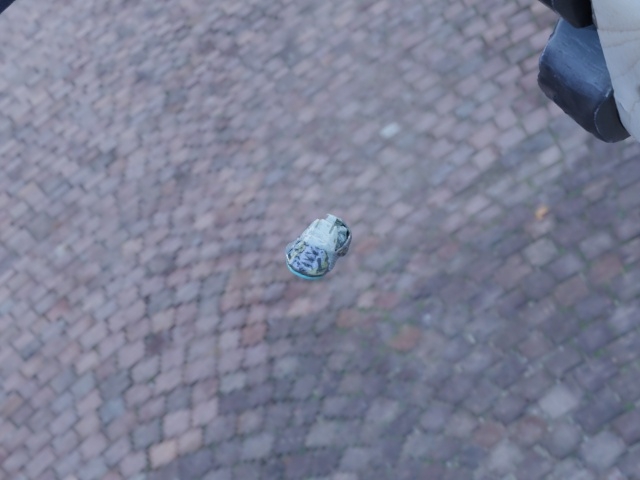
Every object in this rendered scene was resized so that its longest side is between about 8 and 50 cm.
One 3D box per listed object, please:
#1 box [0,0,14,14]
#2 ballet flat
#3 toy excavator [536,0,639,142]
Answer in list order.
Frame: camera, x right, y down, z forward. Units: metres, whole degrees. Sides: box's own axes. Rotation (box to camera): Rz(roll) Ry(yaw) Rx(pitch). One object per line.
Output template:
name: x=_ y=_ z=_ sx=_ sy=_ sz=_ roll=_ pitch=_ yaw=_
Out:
box: x=-0.470 y=-0.593 z=1.599 sx=0.297 sy=0.472 sz=0.480 roll=-31 pitch=47 yaw=41
ballet flat: x=0.000 y=0.000 z=1.091 sx=0.041 sy=0.041 sz=0.114 roll=-25 pitch=3 yaw=15
toy excavator: x=0.357 y=-0.176 z=0.816 sx=0.445 sy=0.433 sz=0.222 roll=-43 pitch=63 yaw=-1
